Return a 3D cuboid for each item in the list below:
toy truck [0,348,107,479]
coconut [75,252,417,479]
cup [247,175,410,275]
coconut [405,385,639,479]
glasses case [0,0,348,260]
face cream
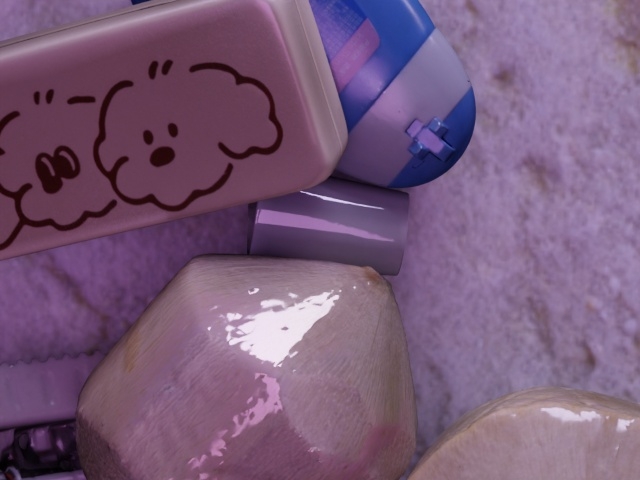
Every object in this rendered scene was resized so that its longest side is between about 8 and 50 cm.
[{"bbox_3d":[-0.197,0.226,1.261,0.136,0.111,0.286,-5,88,-29],"label":"toy truck"},{"bbox_3d":[-0.038,0.110,1.177,0.224,0.224,0.234,40,89,-4],"label":"coconut"},{"bbox_3d":[0.000,0.000,1.255,0.116,0.074,0.104,8,122,-4],"label":"cup"},{"bbox_3d":[0.168,0.239,1.148,0.328,0.329,0.329,0,97,1],"label":"coconut"},{"bbox_3d":[-0.158,-0.077,1.193,0.336,0.076,0.144,-13,107,18],"label":"glasses case"},{"bbox_3d":[-0.003,-0.141,1.222,0.264,0.083,0.149,40,101,-4],"label":"face cream"}]
